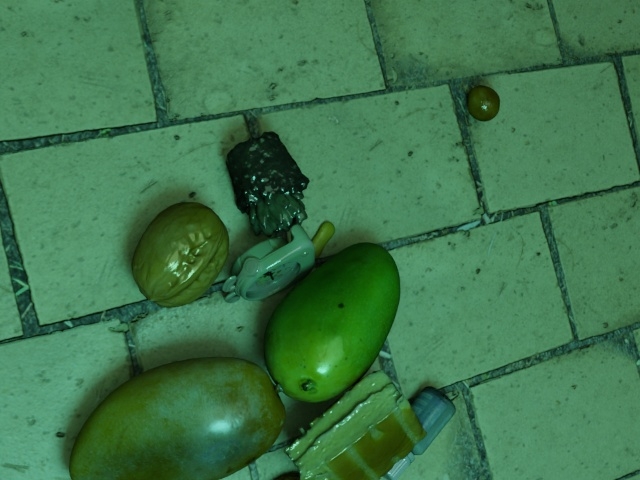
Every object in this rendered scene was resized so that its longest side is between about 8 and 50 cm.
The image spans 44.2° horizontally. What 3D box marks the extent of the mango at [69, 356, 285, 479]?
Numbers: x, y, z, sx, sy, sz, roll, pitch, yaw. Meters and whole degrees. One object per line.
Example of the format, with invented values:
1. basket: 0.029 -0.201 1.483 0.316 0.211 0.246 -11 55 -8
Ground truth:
1. mango: -0.247 0.325 1.369 0.384 0.199 0.221 -20 113 -9

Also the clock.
1. clock: -0.103 0.054 1.499 0.191 0.151 0.062 -27 68 -14

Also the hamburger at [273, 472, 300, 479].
1. hamburger: -0.073 0.499 1.477 0.176 0.102 0.087 -36 85 -22

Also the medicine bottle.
1. medicine bottle: 0.187 0.396 1.607 0.083 0.083 0.203 49 67 -10

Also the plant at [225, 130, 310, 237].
1. plant: -0.100 -0.104 1.527 0.129 0.132 0.194 -21 88 -20

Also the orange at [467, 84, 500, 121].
1. orange: 0.368 -0.311 1.779 0.085 0.085 0.085 3 82 -22

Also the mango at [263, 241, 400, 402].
1. mango: 0.028 0.145 1.506 0.201 0.225 0.382 45 50 -16

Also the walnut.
1. walnut: -0.254 0.027 1.434 0.159 0.159 0.206 39 65 -14

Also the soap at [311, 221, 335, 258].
1. soap: 0.000 0.000 1.617 0.034 0.012 0.089 40 70 -14

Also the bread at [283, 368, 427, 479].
1. bread: 0.068 0.371 1.460 0.239 0.246 0.111 -40 57 -9
